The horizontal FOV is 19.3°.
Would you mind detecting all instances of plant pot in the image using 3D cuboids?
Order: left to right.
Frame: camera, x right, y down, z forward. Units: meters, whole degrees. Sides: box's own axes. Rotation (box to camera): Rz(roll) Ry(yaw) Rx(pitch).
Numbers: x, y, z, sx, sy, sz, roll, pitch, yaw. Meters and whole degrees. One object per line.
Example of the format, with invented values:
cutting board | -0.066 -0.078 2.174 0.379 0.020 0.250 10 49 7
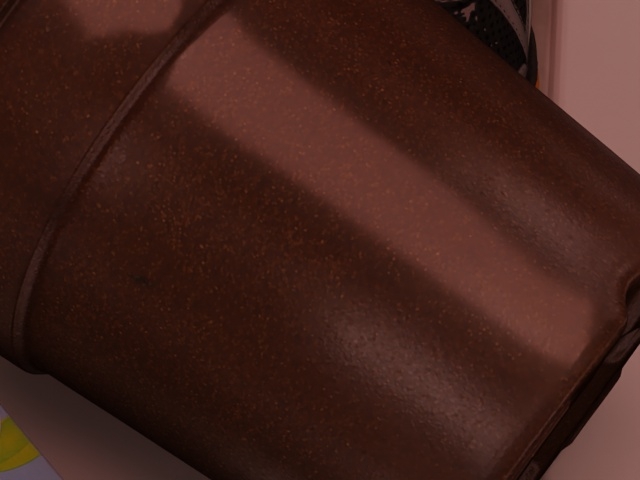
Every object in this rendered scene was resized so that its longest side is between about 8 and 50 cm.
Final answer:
plant pot | 0.000 0.000 0.499 0.165 0.167 0.167 37 58 13

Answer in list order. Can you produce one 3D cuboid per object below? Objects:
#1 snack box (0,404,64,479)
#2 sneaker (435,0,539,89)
snack box | -0.124 0.144 0.429 0.207 0.070 0.174 -31 60 -26
sneaker | 0.039 -0.113 0.629 0.084 0.083 0.215 8 54 -1
